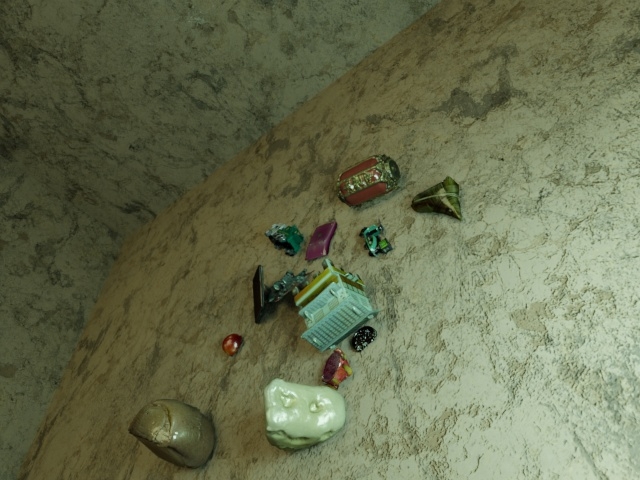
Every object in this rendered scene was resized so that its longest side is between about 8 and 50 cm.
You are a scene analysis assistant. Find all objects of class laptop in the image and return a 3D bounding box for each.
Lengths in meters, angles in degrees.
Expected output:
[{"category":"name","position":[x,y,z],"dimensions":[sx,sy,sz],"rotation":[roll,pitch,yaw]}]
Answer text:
[{"category":"laptop","position":[-0.256,0.224,1.955],"dimensions":[0.153,0.026,0.207],"rotation":[117,151,-48]}]

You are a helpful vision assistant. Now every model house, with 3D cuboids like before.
[{"category":"model house","position":[0.045,0.218,1.542],"dimensions":[0.224,0.199,0.215],"rotation":[-42,42,20]}]

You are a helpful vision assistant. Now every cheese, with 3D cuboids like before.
[{"category":"cheese","position":[-0.063,0.531,1.406],"dimensions":[0.247,0.252,0.173],"rotation":[115,155,-51]}]

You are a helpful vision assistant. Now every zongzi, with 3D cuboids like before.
[{"category":"zongzi","position":[0.397,-0.105,1.620],"dimensions":[0.187,0.084,0.184],"rotation":[-30,45,37]}]

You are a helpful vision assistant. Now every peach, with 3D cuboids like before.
[{"category":"peach","position":[-0.370,0.427,1.943],"dimensions":[0.098,0.061,0.098],"rotation":[-38,29,26]}]

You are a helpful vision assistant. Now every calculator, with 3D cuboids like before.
[{"category":"calculator","position":[0.000,0.000,2.003],"dimensions":[0.127,0.034,0.190],"rotation":[-18,42,41]}]

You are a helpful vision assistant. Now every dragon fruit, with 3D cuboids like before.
[{"category":"dragon fruit","position":[0.056,0.406,1.470],"dimensions":[0.126,0.068,0.112],"rotation":[-64,17,-2]}]

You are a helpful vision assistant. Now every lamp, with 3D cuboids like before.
[{"category":"lamp","position":[0.192,-0.245,1.926],"dimensions":[0.274,0.177,0.176],"rotation":[-23,39,36]}]

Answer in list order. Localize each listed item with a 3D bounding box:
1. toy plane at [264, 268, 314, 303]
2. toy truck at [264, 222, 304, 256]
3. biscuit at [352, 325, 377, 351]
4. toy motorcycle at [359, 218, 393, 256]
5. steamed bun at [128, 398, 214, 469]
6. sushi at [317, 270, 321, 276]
[{"category":"toy plane","position":[-0.165,0.201,1.910],"dimensions":[0.327,0.104,0.223],"rotation":[-19,15,42]},{"category":"toy truck","position":[-0.155,-0.016,2.140],"dimensions":[0.116,0.110,0.216],"rotation":[-43,29,-17]},{"category":"biscuit","position":[0.140,0.315,1.500],"dimensions":[0.087,0.027,0.089],"rotation":[-8,47,48]},{"category":"toy motorcycle","position":[0.203,-0.006,1.752],"dimensions":[0.100,0.058,0.173],"rotation":[-31,36,12]},{"category":"steamed bun","position":[-0.526,0.681,1.703],"dimensions":[0.302,0.251,0.199],"rotation":[-7,39,41]},{"category":"sushi","position":[0.005,0.158,1.811],"dimensions":[0.050,0.047,0.099],"rotation":[-50,31,2]}]
